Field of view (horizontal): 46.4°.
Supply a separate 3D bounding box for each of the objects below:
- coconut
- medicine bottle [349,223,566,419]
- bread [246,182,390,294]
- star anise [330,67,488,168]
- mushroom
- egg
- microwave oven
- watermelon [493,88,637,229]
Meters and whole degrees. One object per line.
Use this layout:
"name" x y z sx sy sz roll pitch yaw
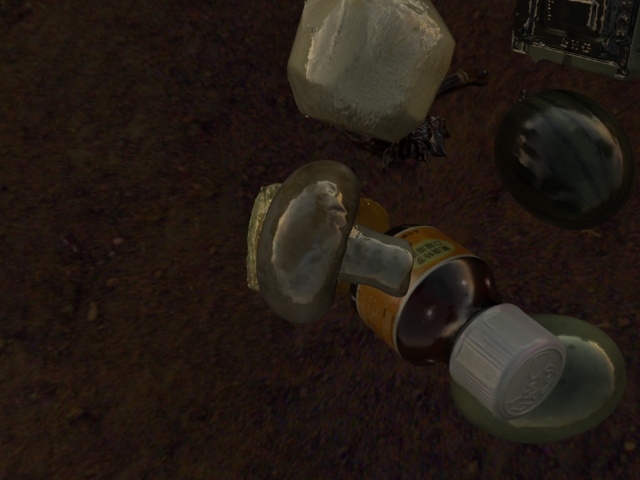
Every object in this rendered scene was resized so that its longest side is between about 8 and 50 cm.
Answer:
"coconut" 0.052 -0.189 0.754 0.161 0.161 0.162 17 98 7
"medicine bottle" 0.251 0.141 1.353 0.395 0.242 0.242 35 94 43
"bread" 0.000 0.000 1.639 0.165 0.375 0.236 4 91 36
"star anise" 0.193 -0.256 1.514 0.347 0.148 0.237 -25 42 -5
"mushroom" 0.027 0.010 1.085 0.244 0.243 0.243 0 89 7
"egg" 0.432 0.279 1.510 0.352 0.258 0.258 -18 87 26
"microwave oven" 0.649 -0.549 1.768 0.219 0.355 0.286 -17 123 -29
"watermelon" 0.536 -0.191 1.673 0.279 0.279 0.359 -38 57 5
